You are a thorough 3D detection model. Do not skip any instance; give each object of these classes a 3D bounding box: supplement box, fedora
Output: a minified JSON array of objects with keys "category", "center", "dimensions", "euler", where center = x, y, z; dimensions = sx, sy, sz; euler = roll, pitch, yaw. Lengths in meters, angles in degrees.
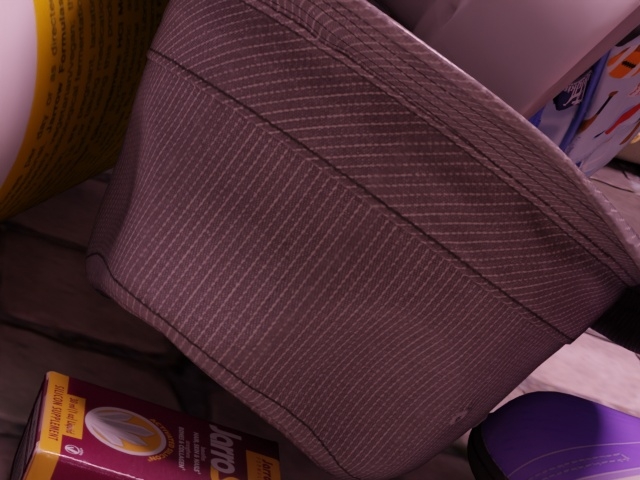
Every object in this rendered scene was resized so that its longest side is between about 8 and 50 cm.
[{"category":"supplement box","center":[-0.058,0.083,0.600],"dimensions":[0.083,0.043,0.055],"euler":[19,20,-13]},{"category":"fedora","center":[0.000,0.000,0.649],"dimensions":[0.244,0.124,0.275],"euler":[36,0,9]}]

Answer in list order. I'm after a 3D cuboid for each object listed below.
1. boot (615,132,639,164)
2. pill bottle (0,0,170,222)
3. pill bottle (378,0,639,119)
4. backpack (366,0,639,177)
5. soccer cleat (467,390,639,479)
[{"category":"boot","center":[0.222,-0.074,1.201],"dimensions":[0.165,0.077,0.213],"euler":[28,14,12]},{"category":"pill bottle","center":[-0.161,-0.091,0.707],"dimensions":[0.188,0.188,0.334],"euler":[27,22,10]},{"category":"pill bottle","center":[0.007,-0.225,0.699],"dimensions":[0.363,0.210,0.210],"euler":[48,25,4]},{"category":"backpack","center":[0.064,-0.122,0.931],"dimensions":[0.276,0.213,0.263],"euler":[46,-16,20]},{"category":"soccer cleat","center":[0.208,0.121,0.677],"dimensions":[0.318,0.116,0.108],"euler":[29,23,14]}]
